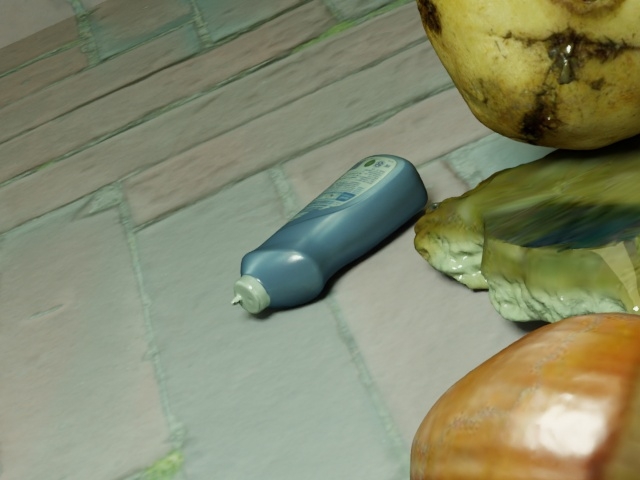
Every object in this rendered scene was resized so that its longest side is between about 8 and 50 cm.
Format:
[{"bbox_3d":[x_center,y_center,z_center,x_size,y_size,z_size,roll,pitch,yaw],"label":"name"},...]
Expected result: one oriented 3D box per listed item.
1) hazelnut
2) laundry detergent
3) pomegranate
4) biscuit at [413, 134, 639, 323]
[{"bbox_3d":[0.146,0.136,0.838,0.214,0.214,0.176,-2,43,40],"label":"hazelnut"},{"bbox_3d":[-0.001,-0.001,1.429,0.206,0.061,0.097,-39,30,-28],"label":"laundry detergent"},{"bbox_3d":[0.199,-0.198,1.270,0.260,0.260,0.260,-20,24,10],"label":"pomegranate"},{"bbox_3d":[0.210,-0.010,1.239,0.335,0.078,0.329,-7,24,31],"label":"biscuit"}]
